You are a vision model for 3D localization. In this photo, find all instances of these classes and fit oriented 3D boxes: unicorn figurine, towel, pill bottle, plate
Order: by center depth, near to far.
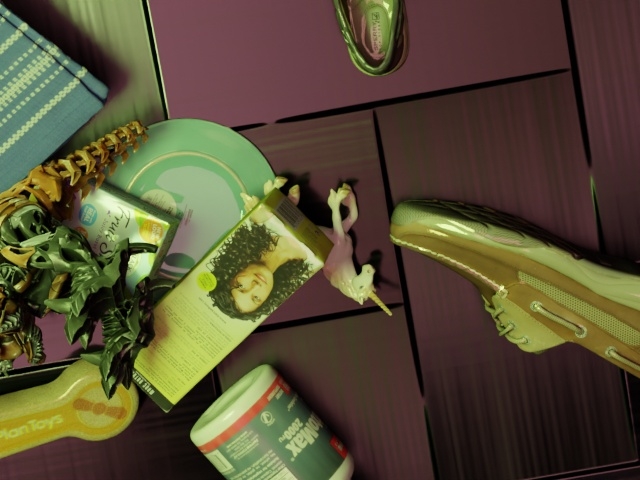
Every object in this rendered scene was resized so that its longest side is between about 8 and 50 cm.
[{"bbox_3d":[-0.387,-0.154,1.683,0.243,0.040,0.336,-42,121,14],"label":"towel"},{"bbox_3d":[0.000,0.000,1.792,0.161,0.060,0.111,9,103,5],"label":"unicorn figurine"},{"bbox_3d":[-0.030,0.219,1.798,0.108,0.108,0.180,-41,97,6],"label":"pill bottle"},{"bbox_3d":[-0.130,-0.025,1.803,0.188,0.024,0.188,0,100,0],"label":"plate"}]

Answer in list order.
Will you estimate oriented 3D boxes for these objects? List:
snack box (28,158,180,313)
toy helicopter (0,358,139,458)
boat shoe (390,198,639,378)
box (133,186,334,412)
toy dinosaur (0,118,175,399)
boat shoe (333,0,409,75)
[{"bbox_3d":[-0.219,-0.004,1.781,0.141,0.037,0.100,27,104,11],"label":"snack box"},{"bbox_3d":[-0.351,0.176,1.779,0.355,0.140,0.235,-16,115,-13],"label":"toy helicopter"},{"bbox_3d":[0.212,0.053,1.766,0.324,0.123,0.116,21,100,-1],"label":"boat shoe"},{"bbox_3d":[-0.097,0.058,1.768,0.087,0.058,0.232,43,113,-5],"label":"box"},{"bbox_3d":[-0.264,0.023,1.686,0.218,0.164,0.322,29,94,22],"label":"toy dinosaur"},{"bbox_3d":[0.041,-0.264,1.739,0.080,0.073,0.224,-10,99,2],"label":"boat shoe"}]
